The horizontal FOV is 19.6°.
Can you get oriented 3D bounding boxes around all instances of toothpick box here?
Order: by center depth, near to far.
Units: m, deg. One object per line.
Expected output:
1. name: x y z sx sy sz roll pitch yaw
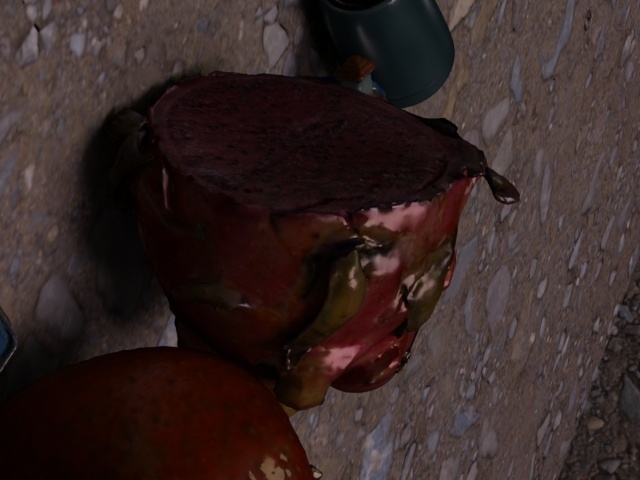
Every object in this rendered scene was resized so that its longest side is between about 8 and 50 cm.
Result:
1. toothpick box: 0.063 -0.225 1.887 0.120 0.120 0.184 -66 156 -18

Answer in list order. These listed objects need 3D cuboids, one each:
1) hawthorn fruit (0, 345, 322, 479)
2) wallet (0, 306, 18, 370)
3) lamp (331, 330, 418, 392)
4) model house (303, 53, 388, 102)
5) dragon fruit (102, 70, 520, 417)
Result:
1. hawthorn fruit: -0.127 0.220 1.508 0.300 0.275 0.275 -12 122 -31
2. wallet: -0.292 0.062 1.292 0.141 0.059 0.202 -56 153 -23
3. lamp: 0.045 0.079 2.068 0.182 0.140 0.182 22 90 -87
4. model house: 0.012 -0.116 1.872 0.148 0.119 0.148 -46 137 -48
5. dragon fruit: -0.023 0.027 1.608 0.296 0.314 0.263 -40 146 -56
